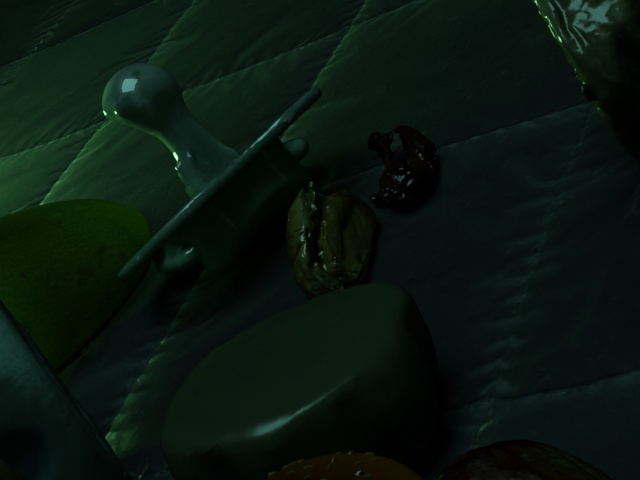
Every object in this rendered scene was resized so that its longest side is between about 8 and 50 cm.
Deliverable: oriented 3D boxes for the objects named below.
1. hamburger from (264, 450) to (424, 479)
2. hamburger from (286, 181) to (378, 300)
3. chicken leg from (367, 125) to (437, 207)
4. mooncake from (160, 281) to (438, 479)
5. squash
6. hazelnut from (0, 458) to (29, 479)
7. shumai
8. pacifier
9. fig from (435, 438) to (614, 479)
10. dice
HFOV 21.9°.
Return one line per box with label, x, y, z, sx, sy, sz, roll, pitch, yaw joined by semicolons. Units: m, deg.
hamburger;0.001;0.259;1.254;0.246;0.170;0.246;-26;28;15
hamburger;-0.003;-0.007;1.843;0.087;0.102;0.176;-34;21;31
chicken leg;0.092;-0.094;1.957;0.093;0.053;0.205;-40;17;22
mooncake;-0.012;0.156;1.513;0.275;0.135;0.275;-26;22;11
squash;-0.360;0.059;2.116;0.233;0.210;0.309;18;23;36
hazelnut;-0.393;0.323;1.409;0.372;0.372;0.315;-45;14;-24
shumai;0.353;-0.259;1.668;0.262;0.267;0.314;-31;30;11
pacifier;-0.160;-0.103;2.033;0.343;0.269;0.288;-42;0;-26
fig;0.197;0.235;1.113;0.274;0.170;0.146;19;69;38
dice;-0.377;0.212;1.691;0.262;0.265;0.268;-36;23;-7
